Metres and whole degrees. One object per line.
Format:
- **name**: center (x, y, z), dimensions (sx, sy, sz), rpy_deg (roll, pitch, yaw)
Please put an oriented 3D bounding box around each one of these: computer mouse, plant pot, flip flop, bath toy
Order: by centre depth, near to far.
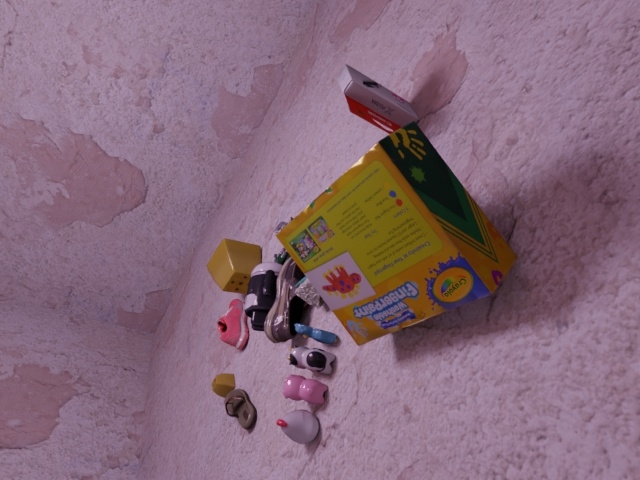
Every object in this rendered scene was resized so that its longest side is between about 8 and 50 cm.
- **bath toy**: center (-0.057, 0.443, 1.464), dimensions (0.151, 0.129, 0.348), rpy_deg (-20, 54, 57)
- **flip flop**: center (-0.338, 0.673, 1.889), dimensions (0.277, 0.080, 0.112), rpy_deg (11, 81, 64)
- **plant pot**: center (-0.439, 0.646, 2.103), dimensions (0.081, 0.083, 0.081), rpy_deg (-60, 27, 20)
- **computer mouse**: center (-0.160, -0.054, 2.133), dimensions (0.106, 0.042, 0.193), rpy_deg (-55, 16, -7)
- **plant pot**: center (-0.413, 0.145, 2.321), dimensions (0.212, 0.212, 0.187), rpy_deg (-52, 42, 30)

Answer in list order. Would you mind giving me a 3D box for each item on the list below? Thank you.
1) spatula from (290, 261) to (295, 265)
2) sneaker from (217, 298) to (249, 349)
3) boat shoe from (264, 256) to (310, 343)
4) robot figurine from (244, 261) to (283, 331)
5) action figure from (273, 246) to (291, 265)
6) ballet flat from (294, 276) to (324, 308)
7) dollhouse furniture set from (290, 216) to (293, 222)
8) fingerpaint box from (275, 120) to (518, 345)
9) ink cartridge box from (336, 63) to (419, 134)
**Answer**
- **spatula**: center (0.000, 0.000, 1.712), dimensions (0.242, 0.019, 0.168), rpy_deg (-41, -6, 37)
- **sneaker**: center (-0.421, 0.373, 2.219), dimensions (0.116, 0.136, 0.314), rpy_deg (-57, 28, 21)
- **boat shoe**: center (-0.091, 0.214, 1.745), dimensions (0.130, 0.132, 0.355), rpy_deg (-4, 60, 34)
- **robot figurine**: center (-0.207, 0.222, 1.883), dimensions (0.209, 0.173, 0.278), rpy_deg (-24, 49, 42)
- **action figure**: center (-0.175, 0.088, 2.045), dimensions (0.232, 0.063, 0.137), rpy_deg (-61, 20, 12)
- **ballet flat**: center (0.066, 0.088, 1.520), dimensions (0.409, 0.147, 0.147), rpy_deg (-49, 32, 40)
- **dollhouse furniture set**: center (-0.077, -0.037, 1.992), dimensions (0.081, 0.091, 0.114), rpy_deg (-6, 63, 11)
- **fingerpaint box**: center (0.151, 0.010, 1.103), dimensions (0.163, 0.371, 0.445), rpy_deg (-36, -2, -41)
- **ink cartridge box**: center (0.192, -0.421, 1.474), dimensions (0.060, 0.275, 0.239), rpy_deg (-52, 30, 30)
